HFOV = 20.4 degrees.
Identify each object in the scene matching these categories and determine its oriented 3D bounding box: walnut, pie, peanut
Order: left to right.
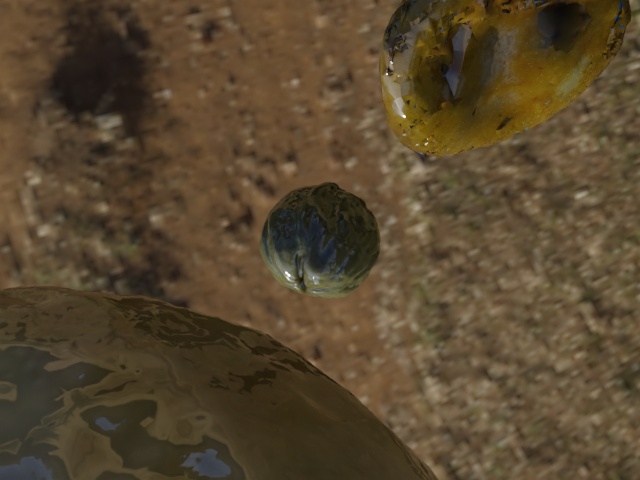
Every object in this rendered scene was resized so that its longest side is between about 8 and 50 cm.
[{"bbox_3d":[-0.026,0.124,0.436,0.174,0.158,0.340,-43,51,4],"label":"peanut"},{"bbox_3d":[0.000,0.000,1.251,0.092,0.092,0.092,15,114,37],"label":"walnut"},{"bbox_3d":[0.162,-0.181,1.600,0.069,0.273,0.273,49,132,36],"label":"pie"}]
